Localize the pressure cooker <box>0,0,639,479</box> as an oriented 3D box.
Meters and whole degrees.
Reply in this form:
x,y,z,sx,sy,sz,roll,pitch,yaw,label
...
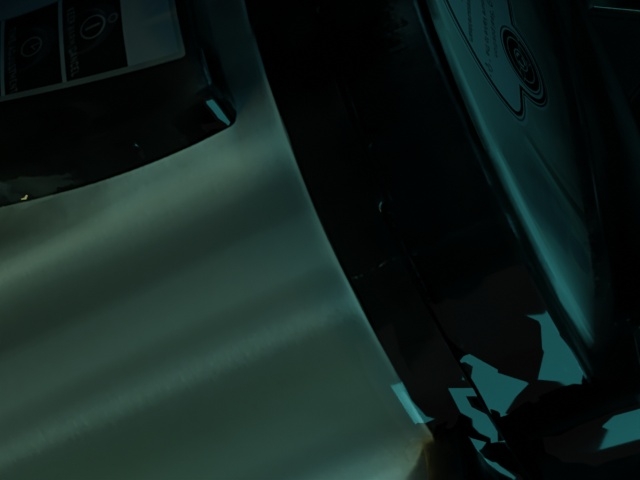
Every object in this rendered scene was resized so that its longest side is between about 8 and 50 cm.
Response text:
x,y,z,sx,sy,sz,roll,pitch,yaw,label
0.003,0.002,0.723,0.420,0.370,0.375,-24,174,20,pressure cooker
